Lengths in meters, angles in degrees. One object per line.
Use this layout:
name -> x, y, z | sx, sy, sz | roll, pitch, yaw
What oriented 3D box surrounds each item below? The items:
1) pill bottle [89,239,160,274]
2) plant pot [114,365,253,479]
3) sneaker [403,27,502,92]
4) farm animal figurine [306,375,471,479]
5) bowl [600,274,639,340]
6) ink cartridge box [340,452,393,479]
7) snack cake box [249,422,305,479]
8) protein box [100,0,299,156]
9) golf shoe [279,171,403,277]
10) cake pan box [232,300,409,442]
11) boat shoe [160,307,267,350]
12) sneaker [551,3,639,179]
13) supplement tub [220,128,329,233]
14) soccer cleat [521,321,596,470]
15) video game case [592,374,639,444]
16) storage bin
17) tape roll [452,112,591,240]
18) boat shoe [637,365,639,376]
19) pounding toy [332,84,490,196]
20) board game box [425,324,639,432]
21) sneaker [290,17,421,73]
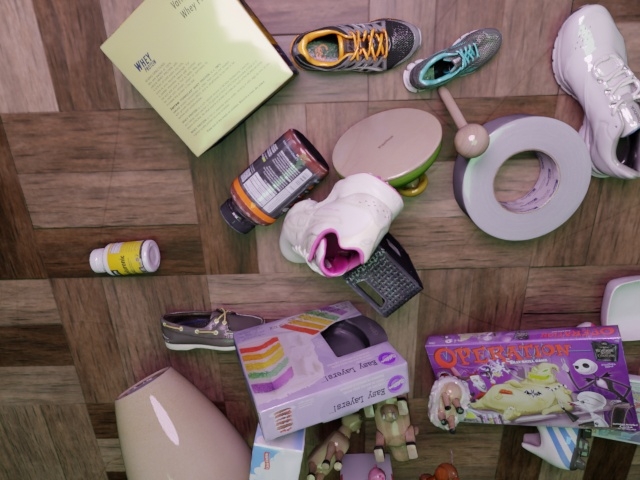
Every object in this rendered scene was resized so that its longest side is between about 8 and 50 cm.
pill bottle -> -0.384, 0.035, 0.824 | 0.116, 0.065, 0.065 | -5, 111, 4
plant pot -> -0.314, 0.424, 0.897 | 0.257, 0.256, 0.274 | -27, 92, 11
sneaker -> 0.221, -0.290, 0.683 | 0.167, 0.076, 0.065 | -27, 109, 11
farm animal figurine -> 0.140, 0.426, 0.924 | 0.330, 0.172, 0.326 | 6, 99, 9
bowl -> 0.644, 0.130, 0.854 | 0.142, 0.053, 0.142 | -6, 112, 3
ink cartridge box -> 0.114, 0.634, 1.017 | 0.127, 0.128, 0.176 | -4, 111, 2
snack cake box -> -0.077, 0.365, 0.841 | 0.089, 0.264, 0.152 | 10, 111, -3
protein box -> -0.175, -0.282, 0.659 | 0.200, 0.136, 0.201 | -36, 107, 14
golf shoe -> 0.000, 0.000, 0.686 | 0.115, 0.140, 0.306 | 33, 150, -17
cake pan box -> -0.007, 0.215, 0.758 | 0.267, 0.246, 0.070 | -12, 113, -16
boat shoe -> -0.221, 0.179, 0.869 | 0.228, 0.081, 0.068 | -6, 115, 6
sneaker -> 0.473, -0.233, 0.674 | 0.111, 0.129, 0.297 | -25, 108, 12
supplement tub -> -0.087, -0.098, 0.747 | 0.198, 0.106, 0.106 | -39, 106, 15
soccer cleat -> 0.511, 0.330, 0.904 | 0.143, 0.116, 0.331 | 9, 100, 37
video game case -> 0.698, 0.375, 0.918 | 0.201, 0.023, 0.183 | -1, 114, 31
storage bin -> 0.102, 0.038, 0.756 | 0.084, 0.180, 0.122 | -42, 106, 16
tape roll -> 0.355, -0.113, 0.753 | 0.219, 0.072, 0.219 | 0, 111, 1
boat shoe -> 0.757, 0.365, 0.935 | 0.073, 0.073, 0.207 | -18, 112, 4
pounding toy -> 0.146, -0.137, 0.714 | 0.237, 0.183, 0.110 | -23, 135, 6
board game box -> 0.407, 0.277, 0.836 | 0.347, 0.056, 0.208 | -13, 103, 32
sneaker -> 0.057, -0.310, 0.675 | 0.215, 0.083, 0.084 | -8, 109, 2
